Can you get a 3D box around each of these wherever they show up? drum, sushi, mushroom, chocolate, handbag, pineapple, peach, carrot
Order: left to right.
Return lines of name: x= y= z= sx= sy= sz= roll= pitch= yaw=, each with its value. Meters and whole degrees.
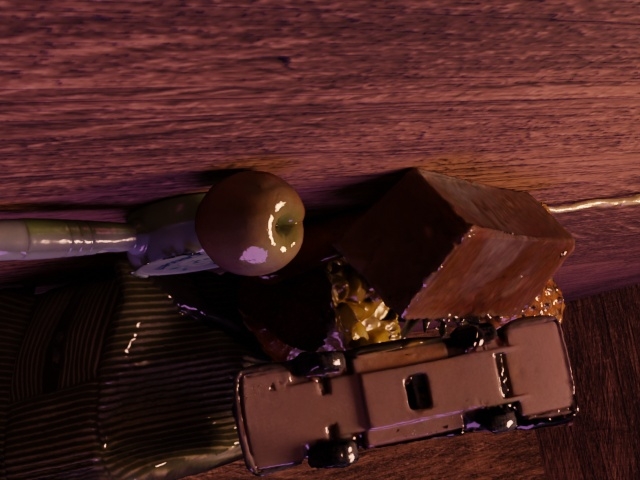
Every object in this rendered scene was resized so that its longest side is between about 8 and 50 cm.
drum: x=-0.139 y=-0.006 z=0.768 sx=0.130 sy=0.049 sz=0.253 roll=-16 pitch=170 yaw=30
handbag: x=-0.192 y=0.149 z=1.074 sx=0.247 sy=0.240 sz=0.341 roll=-16 pitch=169 yaw=24
peach: x=-0.053 y=-0.014 z=0.739 sx=0.083 sy=0.083 sz=0.083 roll=-11 pitch=171 yaw=-2
carrot: x=0.000 y=0.000 z=0.987 sx=0.162 sy=0.055 sz=0.055 roll=-20 pitch=170 yaw=10
sushi: x=0.026 y=0.067 z=1.102 sx=0.179 sy=0.166 sz=0.296 roll=-8 pitch=162 yaw=23
pineapple: x=0.228 y=0.094 z=1.605 sx=0.365 sy=0.165 sz=0.165 roll=5 pitch=163 yaw=-34
chocolate: x=0.148 y=0.005 z=0.966 sx=0.112 sy=0.112 sz=0.321 roll=-51 pitch=154 yaw=18
mushroom: x=0.368 y=-0.049 z=1.219 sx=0.286 sy=0.028 sz=0.025 roll=-7 pitch=128 yaw=-26

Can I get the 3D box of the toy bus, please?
toy bus: x=0.072 y=0.146 z=0.941 sx=0.317 sy=0.112 sz=0.138 roll=-6 pitch=171 yaw=-11
